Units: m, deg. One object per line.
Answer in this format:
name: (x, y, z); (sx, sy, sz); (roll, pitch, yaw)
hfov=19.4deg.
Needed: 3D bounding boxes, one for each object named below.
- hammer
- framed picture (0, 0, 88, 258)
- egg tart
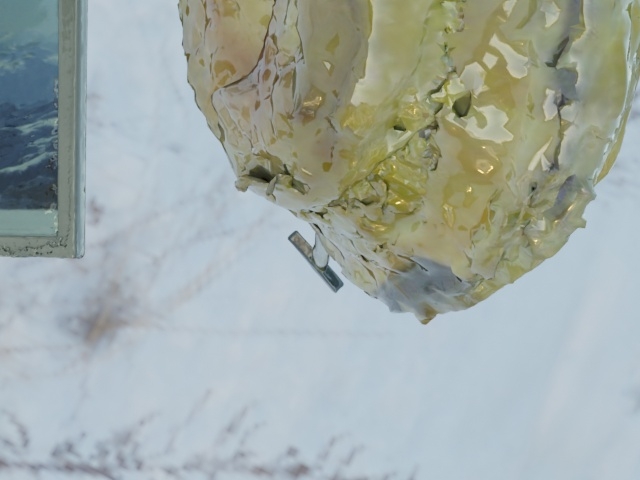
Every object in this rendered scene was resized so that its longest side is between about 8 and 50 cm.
hammer: (0.000, 0.000, 1.477); (0.013, 0.062, 0.199); (-40, 173, -9)
framed picture: (-0.346, -0.110, 1.515); (0.022, 0.335, 0.247); (-7, 98, -73)
egg tart: (0.019, -0.123, 0.934); (0.150, 0.352, 0.352); (-6, 121, -28)
